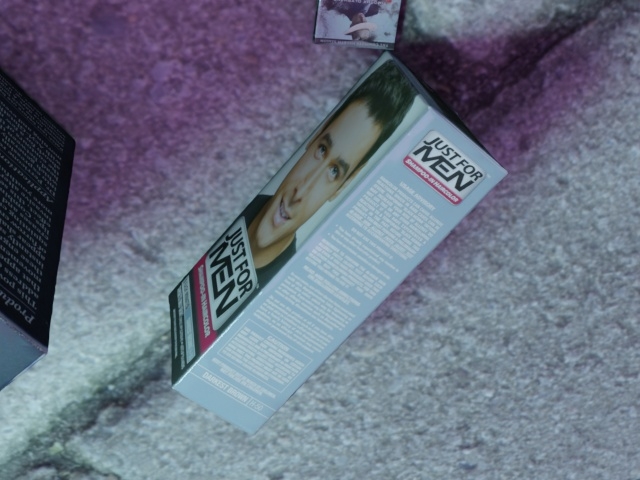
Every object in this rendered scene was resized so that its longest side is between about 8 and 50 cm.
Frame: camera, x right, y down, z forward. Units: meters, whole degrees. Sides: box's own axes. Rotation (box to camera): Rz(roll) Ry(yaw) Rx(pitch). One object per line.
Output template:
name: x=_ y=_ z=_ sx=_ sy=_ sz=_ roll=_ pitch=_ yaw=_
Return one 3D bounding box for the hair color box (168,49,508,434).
hair color box: x=0.000 y=0.000 z=0.978 sx=0.114 sy=0.185 sz=0.374 roll=36 pitch=106 yaw=-25

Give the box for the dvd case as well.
dvd case: x=0.041 y=-0.253 z=0.949 sx=0.087 sy=0.013 sz=0.119 roll=2 pitch=118 yaw=-12

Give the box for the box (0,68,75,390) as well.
box: x=-0.389 y=0.009 z=0.784 sx=0.293 sy=0.395 sz=0.212 roll=-38 pitch=118 yaw=10
